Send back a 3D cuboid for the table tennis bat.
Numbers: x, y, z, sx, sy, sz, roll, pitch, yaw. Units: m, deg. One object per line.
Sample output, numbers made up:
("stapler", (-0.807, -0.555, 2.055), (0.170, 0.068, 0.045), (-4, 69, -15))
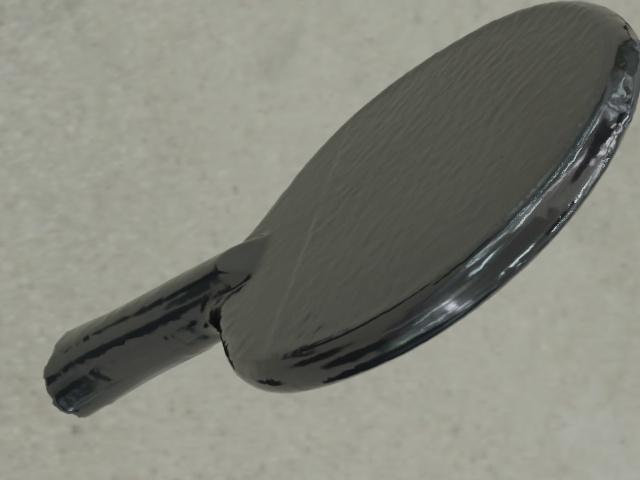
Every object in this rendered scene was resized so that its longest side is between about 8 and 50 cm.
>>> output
("table tennis bat", (0.000, 0.000, 0.566), (0.027, 0.236, 0.150), (46, 37, -21))
